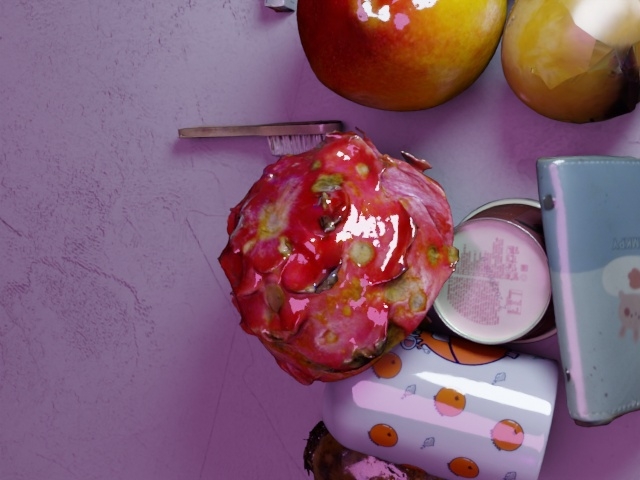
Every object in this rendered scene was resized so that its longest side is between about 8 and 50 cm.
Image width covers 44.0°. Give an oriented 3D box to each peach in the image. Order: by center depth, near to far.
[{"bbox_3d":[0.113,-0.324,1.144,0.308,0.332,0.307,4,103,17],"label":"peach"}]

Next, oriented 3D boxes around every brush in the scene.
[{"bbox_3d":[-0.112,-0.178,1.407,0.327,0.070,0.065,3,106,26],"label":"brush"}]

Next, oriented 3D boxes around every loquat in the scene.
[{"bbox_3d":[0.363,-0.271,1.079,0.235,0.235,0.235,2,95,25],"label":"loquat"}]

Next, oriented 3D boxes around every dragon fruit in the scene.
[{"bbox_3d":[0.000,0.000,1.153,0.371,0.249,0.386,8,67,55],"label":"dragon fruit"}]

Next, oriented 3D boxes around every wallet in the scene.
[{"bbox_3d":[0.414,0.057,1.087,0.083,0.252,0.360,-9,87,60],"label":"wallet"}]

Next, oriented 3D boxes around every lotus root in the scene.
[{"bbox_3d":[0.099,0.382,1.303,0.314,0.141,0.169,16,101,23],"label":"lotus root"}]

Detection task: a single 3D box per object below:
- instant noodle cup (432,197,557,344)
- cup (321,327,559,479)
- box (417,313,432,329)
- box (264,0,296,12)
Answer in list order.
[{"bbox_3d":[0.268,0.052,1.178,0.235,0.178,0.234,1,93,26],"label":"instant noodle cup"},{"bbox_3d":[0.172,0.245,1.187,0.317,0.212,0.212,12,99,12],"label":"cup"},{"bbox_3d":[0.082,0.059,1.347,0.129,0.033,0.247,-33,80,22],"label":"box"},{"bbox_3d":[-0.065,-0.507,1.360,0.040,0.055,0.218,5,97,23],"label":"box"}]
